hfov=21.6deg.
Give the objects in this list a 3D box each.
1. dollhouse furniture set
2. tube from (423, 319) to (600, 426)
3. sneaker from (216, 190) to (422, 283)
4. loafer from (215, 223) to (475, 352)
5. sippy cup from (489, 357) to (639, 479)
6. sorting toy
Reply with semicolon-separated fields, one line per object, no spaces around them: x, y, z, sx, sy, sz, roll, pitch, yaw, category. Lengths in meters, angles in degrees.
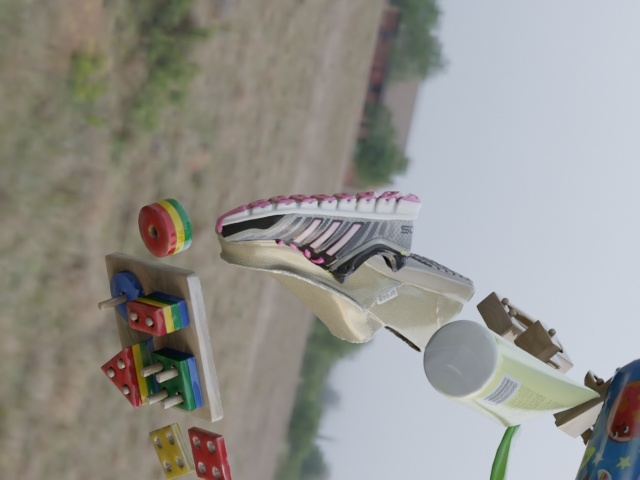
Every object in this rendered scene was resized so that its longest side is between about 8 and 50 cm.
0.263;0.102;1.624;0.123;0.144;0.151;-42;-136;16;dollhouse furniture set
0.151;0.118;1.355;0.062;0.070;0.240;-64;151;-3;tube
0.000;0.000;1.382;0.063;0.170;0.075;-145;-128;-80;sneaker
0.021;0.042;1.501;0.102;0.268;0.092;23;-84;60;loafer
0.321;0.228;1.472;0.240;0.305;0.224;-24;-133;61;sippy cup
-0.148;0.095;1.444;0.132;0.046;0.274;12;-63;50;sorting toy
